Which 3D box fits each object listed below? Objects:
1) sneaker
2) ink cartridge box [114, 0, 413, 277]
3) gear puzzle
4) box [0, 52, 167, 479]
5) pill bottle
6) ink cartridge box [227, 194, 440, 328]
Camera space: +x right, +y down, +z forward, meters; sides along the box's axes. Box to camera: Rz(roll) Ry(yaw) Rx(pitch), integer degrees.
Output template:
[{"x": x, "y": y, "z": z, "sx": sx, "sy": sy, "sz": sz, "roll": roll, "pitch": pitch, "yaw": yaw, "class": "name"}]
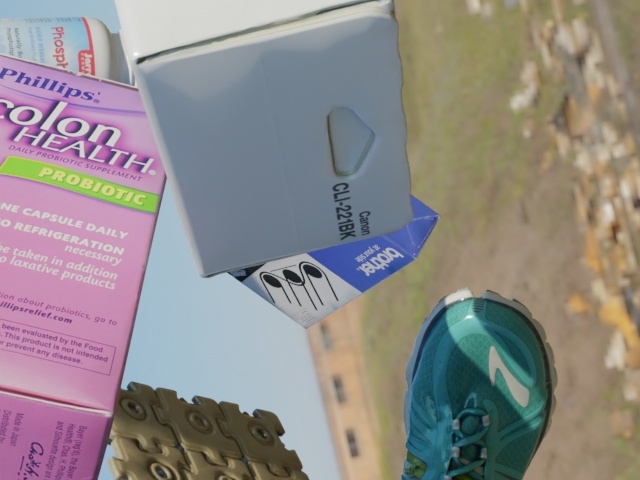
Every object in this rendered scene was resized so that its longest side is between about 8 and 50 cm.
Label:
[{"x": 0.097, "y": 0.167, "z": 1.123, "sx": 0.110, "sy": 0.107, "sz": 0.275, "roll": -66, "pitch": -14, "yaw": -69, "class": "sneaker"}, {"x": -0.047, "y": -0.148, "z": 0.798, "sx": 0.197, "sy": 0.114, "sz": 0.272, "roll": 80, "pitch": 174, "yaw": -61, "class": "ink cartridge box"}, {"x": -0.142, "y": 0.203, "z": 1.490, "sx": 0.339, "sy": 0.044, "sz": 0.175, "roll": 18, "pitch": -149, "yaw": -42, "class": "gear puzzle"}, {"x": -0.167, "y": 0.061, "z": 0.903, "sx": 0.243, "sy": 0.117, "sz": 0.213, "roll": -85, "pitch": 11, "yaw": -48, "class": "box"}, {"x": -0.221, "y": -0.139, "z": 1.346, "sx": 0.087, "sy": 0.160, "sz": 0.087, "roll": 176, "pitch": 90, "yaw": -71, "class": "pill bottle"}, {"x": 0.000, "y": 0.000, "z": 1.261, "sx": 0.046, "sy": 0.097, "sz": 0.207, "roll": -59, "pitch": 11, "yaw": -27, "class": "ink cartridge box"}]
